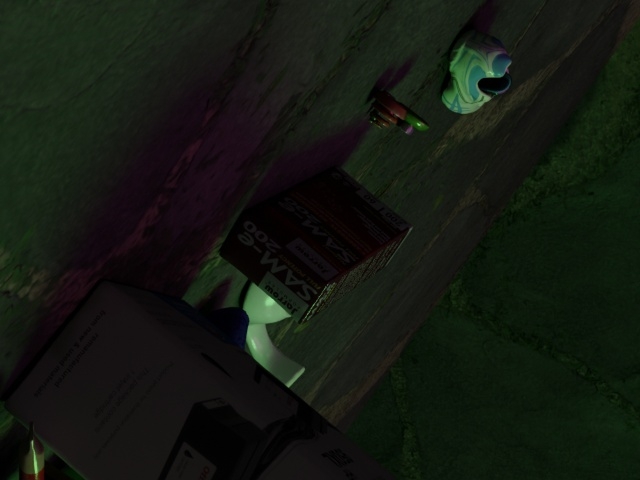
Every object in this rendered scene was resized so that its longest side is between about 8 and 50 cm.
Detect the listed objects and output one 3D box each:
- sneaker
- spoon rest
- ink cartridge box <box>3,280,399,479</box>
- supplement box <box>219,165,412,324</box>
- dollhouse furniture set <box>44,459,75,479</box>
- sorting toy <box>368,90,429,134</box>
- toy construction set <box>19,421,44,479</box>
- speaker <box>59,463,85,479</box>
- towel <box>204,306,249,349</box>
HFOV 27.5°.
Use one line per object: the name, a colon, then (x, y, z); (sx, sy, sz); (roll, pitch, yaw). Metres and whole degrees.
sneaker: (0.221, -0.218, 1.816); (0.085, 0.086, 0.237); (-51, 169, -5)
spoon rest: (-0.063, 0.096, 1.798); (0.137, 0.084, 0.276); (-43, 153, -35)
ink cartridge box: (-0.081, 0.231, 1.331); (0.166, 0.395, 0.285); (-51, 168, 1)
supplement box: (0.000, 0.000, 1.567); (0.073, 0.130, 0.239); (-57, 167, 30)
dollhouse furniture set: (-0.222, 0.380, 1.274); (0.201, 0.374, 0.152); (-45, 138, -28)
sorting toy: (0.087, -0.150, 1.598); (0.042, 0.061, 0.102); (-52, 145, 10)
toy construction set: (-0.319, 0.270, 1.106); (0.309, 0.257, 0.237); (-67, 172, -49)
speaker: (-0.331, 0.377, 1.509); (0.296, 0.131, 0.131); (-42, 166, -32)
towel: (-0.155, 0.256, 1.622); (0.227, 0.076, 0.308); (100, 1, -59)
